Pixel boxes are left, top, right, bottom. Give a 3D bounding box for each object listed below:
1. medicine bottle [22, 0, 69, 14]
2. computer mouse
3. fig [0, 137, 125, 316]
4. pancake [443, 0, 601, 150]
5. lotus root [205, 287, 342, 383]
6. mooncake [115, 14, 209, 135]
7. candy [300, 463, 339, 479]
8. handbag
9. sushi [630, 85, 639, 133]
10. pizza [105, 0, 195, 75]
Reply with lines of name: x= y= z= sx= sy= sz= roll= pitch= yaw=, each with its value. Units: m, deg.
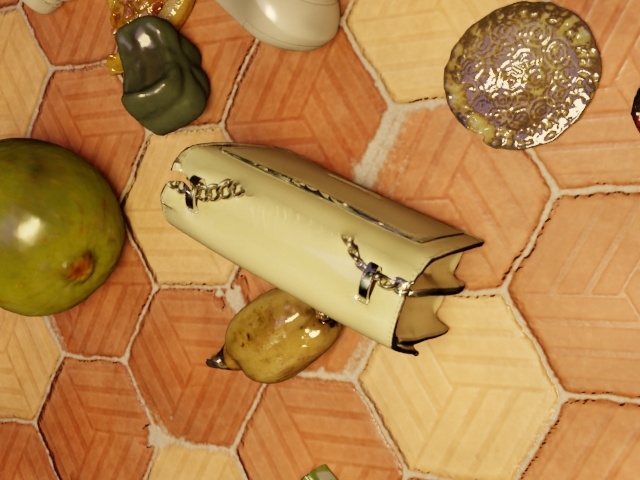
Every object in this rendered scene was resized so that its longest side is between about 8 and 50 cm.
medicine bottle: x=-0.422 y=-0.467 z=1.277 sx=0.186 sy=0.102 sz=0.103 roll=-28 pitch=78 yaw=25
computer mouse: x=-0.090 y=-0.385 z=1.061 sx=0.297 sy=0.184 sz=0.121 roll=51 pitch=129 yaw=19
fig: x=-0.463 y=-0.043 z=1.227 sx=0.258 sy=0.258 sz=0.326 roll=-53 pitch=56 yaw=18
pancake: x=0.253 y=-0.208 z=0.974 sx=0.199 sy=0.021 sz=0.199 roll=1 pitch=92 yaw=28
lotus root: x=-0.067 y=0.139 z=1.092 sx=0.220 sy=0.118 sz=0.125 roll=-32 pitch=89 yaw=27
mooncake: x=-0.243 y=-0.251 z=1.154 sx=0.104 sy=0.168 sz=0.175 roll=-24 pitch=95 yaw=24
candy: x=-0.031 y=0.429 z=1.111 sx=0.097 sy=0.062 sz=0.194 roll=45 pitch=110 yaw=21
handbag: x=0.000 y=0.000 z=0.990 sx=0.358 sy=0.236 sz=0.160 roll=27 pitch=101 yaw=25
sushi: x=0.423 y=-0.137 z=0.820 sx=0.150 sy=0.153 sz=0.172 roll=40 pitch=132 yaw=40
pizza: x=-0.270 y=-0.383 z=1.226 sx=0.271 sy=0.056 sz=0.134 roll=-40 pitch=82 yaw=22
